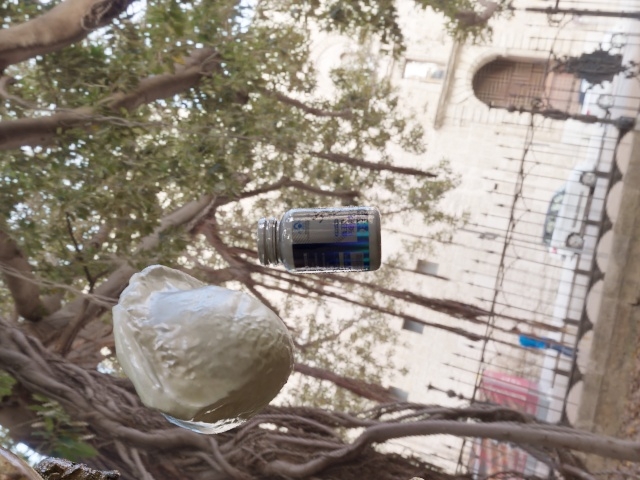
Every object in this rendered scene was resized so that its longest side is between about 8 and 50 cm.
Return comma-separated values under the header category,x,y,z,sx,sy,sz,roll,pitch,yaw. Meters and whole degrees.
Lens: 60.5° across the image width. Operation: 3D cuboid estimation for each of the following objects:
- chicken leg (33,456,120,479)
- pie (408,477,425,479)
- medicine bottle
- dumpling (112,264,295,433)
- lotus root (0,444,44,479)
category,x,y,z,sx,sy,sz,roll,pitch,yaw
chicken leg,-0.595,0.577,1.332,0.125,0.196,0.080,-41,36,54
pie,0.098,0.525,0.841,0.339,0.083,0.339,-53,-21,-30
medicine bottle,0.000,0.000,0.876,0.107,0.192,0.106,-2,-90,-86
dumpling,-0.108,0.090,0.492,0.126,0.166,0.216,-51,-11,32
lotus root,-0.449,0.344,0.683,0.193,0.291,0.193,-59,-13,-22
